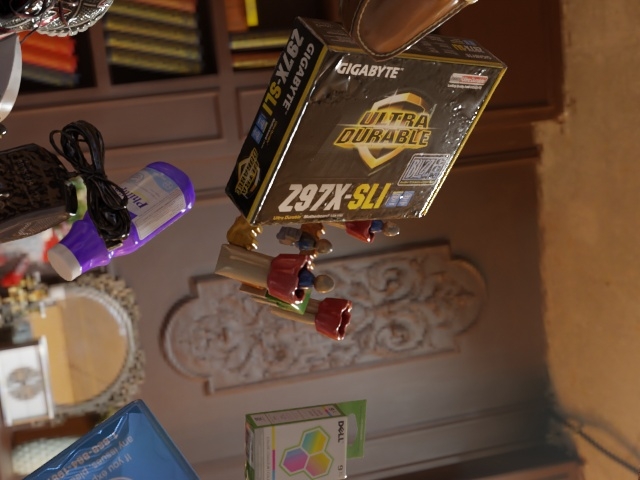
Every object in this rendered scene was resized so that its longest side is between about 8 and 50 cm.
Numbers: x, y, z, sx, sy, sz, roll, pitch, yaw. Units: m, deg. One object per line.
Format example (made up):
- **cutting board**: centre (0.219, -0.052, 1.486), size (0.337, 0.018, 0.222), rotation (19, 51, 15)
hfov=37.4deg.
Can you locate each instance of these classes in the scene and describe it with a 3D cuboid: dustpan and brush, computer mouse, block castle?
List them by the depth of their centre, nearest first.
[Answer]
- **computer mouse**: centre (-0.396, -0.049, 1.223), size (0.072, 0.272, 0.189), rotation (-47, -118, 53)
- **dustpan and brush**: centre (-0.492, -0.188, 1.368), size (0.060, 0.147, 0.211), rotation (6, 70, -68)
- **block castle**: centre (0.000, 0.000, 1.749), size (0.453, 0.212, 0.303), rotation (51, 55, -70)

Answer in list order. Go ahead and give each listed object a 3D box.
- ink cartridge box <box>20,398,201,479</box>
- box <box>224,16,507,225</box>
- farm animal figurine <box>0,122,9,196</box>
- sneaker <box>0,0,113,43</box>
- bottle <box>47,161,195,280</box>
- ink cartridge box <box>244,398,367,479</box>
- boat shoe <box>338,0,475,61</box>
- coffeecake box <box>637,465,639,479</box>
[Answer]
- **ink cartridge box**: centre (-0.116, 0.294, 0.594), size (0.307, 0.223, 0.129), rotation (52, -20, 9)
- **box**: centre (0.060, -0.144, 1.222), size (0.079, 0.322, 0.257), rotation (51, -52, 33)
- **farm animal figurine**: centre (-0.499, -0.122, 0.880), size (0.327, 0.330, 0.172), rotation (66, 46, -72)
- **sneaker**: centre (-0.422, -0.364, 1.429), size (0.112, 0.299, 0.121), rotation (-9, -73, 47)
- **bottle**: centre (-0.356, -0.034, 1.688), size (0.118, 0.283, 0.092), rotation (27, -39, 32)
- **ink cartridge box**: centre (-0.014, 0.323, 1.497), size (0.062, 0.209, 0.109), rotation (-147, -124, -65)
- **boat shoe**: centre (0.149, -0.301, 0.892), size (0.324, 0.122, 0.120), rotation (-47, -145, 16)
- **coffeecake box**: centre (0.444, 0.208, 1.068), size (0.068, 0.142, 0.186), rotation (11, -88, 63)
